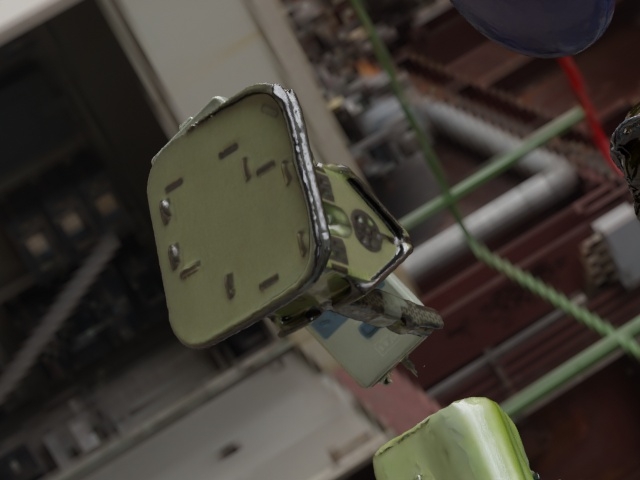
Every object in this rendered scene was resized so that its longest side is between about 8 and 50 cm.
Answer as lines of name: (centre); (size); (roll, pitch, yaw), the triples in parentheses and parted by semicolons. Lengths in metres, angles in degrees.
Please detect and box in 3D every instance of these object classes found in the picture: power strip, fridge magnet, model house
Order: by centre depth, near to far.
model house: (0.000, 0.000, 1.781); (0.279, 0.205, 0.218); (16, 54, -47)
power strip: (-0.022, 0.006, 1.911); (0.367, 0.106, 0.043); (46, 10, 7)
fridge magnet: (0.251, -0.342, 2.284); (0.265, 0.112, 0.265); (29, -32, 21)

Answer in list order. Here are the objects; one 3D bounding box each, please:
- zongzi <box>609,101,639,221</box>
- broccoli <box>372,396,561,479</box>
zongzi: (0.467, -0.187, 1.639); (0.208, 0.403, 0.432); (-62, 153, -56)
broccoli: (0.085, 0.182, 0.698); (0.263, 0.247, 0.243); (122, -45, -62)
